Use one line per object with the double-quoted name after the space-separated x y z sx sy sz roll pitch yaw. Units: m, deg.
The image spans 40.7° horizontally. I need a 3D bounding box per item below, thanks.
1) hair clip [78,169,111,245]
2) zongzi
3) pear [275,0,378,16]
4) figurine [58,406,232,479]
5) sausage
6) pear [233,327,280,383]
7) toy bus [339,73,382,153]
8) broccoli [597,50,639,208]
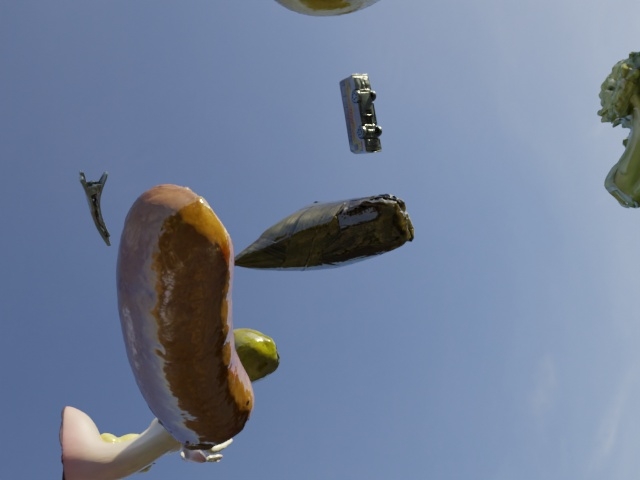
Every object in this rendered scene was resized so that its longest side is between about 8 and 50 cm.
-0.306 -0.046 1.208 0.039 0.030 0.115 -11 -56 -7 "hair clip"
0.000 0.000 1.709 0.300 0.286 0.139 -19 -81 -44 "zongzi"
0.014 -0.570 1.542 0.348 0.348 0.348 -22 -60 -44 "pear"
-0.335 0.367 1.695 0.315 0.284 0.207 -6 -94 -8 "figurine"
-0.117 0.071 0.737 0.109 0.109 0.271 -38 -37 -35 "sausage"
-0.139 0.208 1.535 0.131 0.107 0.107 -8 -62 -2 "pear"
0.094 -0.299 2.062 0.064 0.075 0.191 -8 -90 -41 "toy bus"
0.626 -0.176 1.527 0.348 0.293 0.281 41 -93 -33 "broccoli"
